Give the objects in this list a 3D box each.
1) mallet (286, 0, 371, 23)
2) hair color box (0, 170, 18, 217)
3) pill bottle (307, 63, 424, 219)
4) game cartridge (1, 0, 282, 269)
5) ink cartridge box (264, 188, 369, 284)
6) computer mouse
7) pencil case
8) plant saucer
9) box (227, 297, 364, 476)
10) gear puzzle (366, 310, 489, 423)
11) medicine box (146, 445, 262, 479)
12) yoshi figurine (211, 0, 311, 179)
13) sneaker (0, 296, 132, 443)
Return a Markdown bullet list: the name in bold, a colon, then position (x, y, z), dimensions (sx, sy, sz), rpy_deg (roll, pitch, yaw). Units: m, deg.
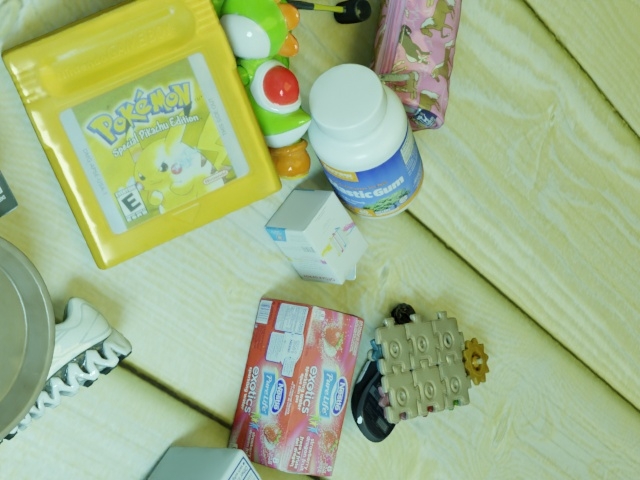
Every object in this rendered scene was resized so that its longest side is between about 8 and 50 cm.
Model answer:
- **mallet**: position (-0.013, -0.370, 1.926), dimensions (0.190, 0.062, 0.039), rpy_deg (-1, 93, -29)
- **hair color box**: position (-0.528, -0.153, 1.397), dimensions (0.185, 0.113, 0.374), rpy_deg (-40, 119, -33)
- **pill bottle**: position (0.066, -0.153, 1.868), dimensions (0.152, 0.152, 0.272), rpy_deg (-66, 157, -17)
- **game cartridge**: position (-0.233, -0.158, 1.639), dimensions (0.285, 0.053, 0.323), rpy_deg (-25, 114, -10)
- **ink cartridge box**: position (0.000, 0.000, 1.928), dimensions (0.090, 0.092, 0.143), rpy_deg (-55, 128, -26)
- **computer mouse**: position (0.133, 0.256, 2.106), dimensions (0.184, 0.060, 0.262), rpy_deg (47, 51, -31)
- **pencil case**: position (0.160, -0.374, 2.003), dimensions (0.160, 0.167, 0.386), rpy_deg (13, 84, -13)
- **plant saucer**: position (-0.437, 0.119, 1.410), dimensions (0.278, 0.041, 0.278), rpy_deg (-8, 101, -42)
- **box**: position (-0.038, 0.228, 1.889), dimensions (0.123, 0.128, 0.257), rpy_deg (18, 81, -43)
- **gear puzzle**: position (0.193, 0.213, 2.109), dimensions (0.339, 0.044, 0.175), rpy_deg (-2, 82, -50)
- **medicine box**: position (-0.164, 0.490, 1.748), dimensions (0.263, 0.149, 0.289), rpy_deg (-55, 129, -40)
- **yoshi figurine**: position (-0.126, -0.254, 1.768), dimensions (0.203, 0.203, 0.362), rpy_deg (-6, 118, -3)
- **sneaker**: position (-0.392, 0.183, 1.581), dimensions (0.292, 0.110, 0.118), rpy_deg (-36, 92, -29)
